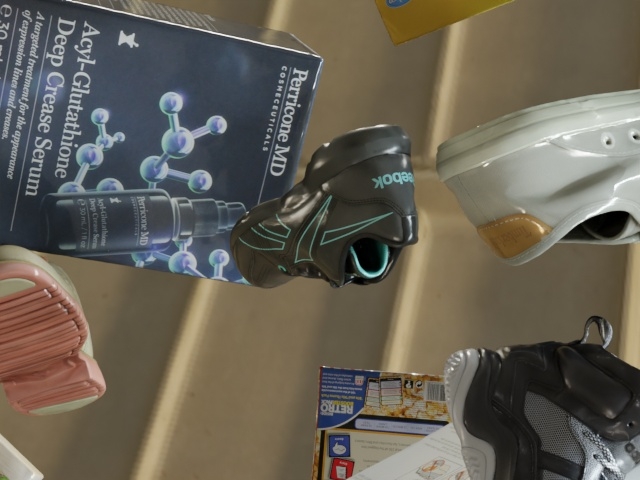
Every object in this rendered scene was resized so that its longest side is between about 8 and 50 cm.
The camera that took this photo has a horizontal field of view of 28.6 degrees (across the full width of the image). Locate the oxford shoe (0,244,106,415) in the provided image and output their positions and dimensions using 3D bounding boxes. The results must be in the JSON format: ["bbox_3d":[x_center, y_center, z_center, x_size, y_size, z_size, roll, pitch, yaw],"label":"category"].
[{"bbox_3d":[-0.336,0.079,1.403,0.141,0.397,0.146,-14,-112,-10],"label":"oxford shoe"}]

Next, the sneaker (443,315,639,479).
[{"bbox_3d":[0.192,0.177,0.887,0.153,0.101,0.268,-22,-120,8],"label":"sneaker"}]

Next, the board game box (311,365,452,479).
[{"bbox_3d":[0.066,0.229,1.274,0.147,0.045,0.193,4,-98,11],"label":"board game box"}]

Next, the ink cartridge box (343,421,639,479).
[{"bbox_3d":[0.154,0.212,1.063,0.239,0.060,0.275,-26,-170,-18],"label":"ink cartridge box"}]

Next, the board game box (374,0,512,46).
[{"bbox_3d":[0.235,-0.292,1.203,0.317,0.064,0.242,-17,-168,31],"label":"board game box"}]

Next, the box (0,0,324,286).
[{"bbox_3d":[-0.234,-0.137,1.515,0.396,0.293,0.212,9,-165,-16],"label":"box"}]

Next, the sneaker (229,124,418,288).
[{"bbox_3d":[0.000,0.000,1.092,0.101,0.267,0.106,-11,-107,-30],"label":"sneaker"}]

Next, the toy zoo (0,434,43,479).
[{"bbox_3d":[-0.336,0.185,0.742,0.192,0.030,0.293,42,-101,9],"label":"toy zoo"}]

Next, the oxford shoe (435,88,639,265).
[{"bbox_3d":[0.301,-0.070,1.121,0.449,0.169,0.130,-14,-97,-30],"label":"oxford shoe"}]
